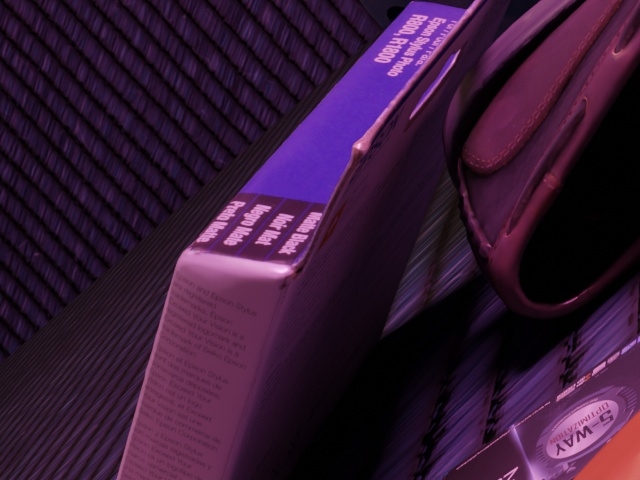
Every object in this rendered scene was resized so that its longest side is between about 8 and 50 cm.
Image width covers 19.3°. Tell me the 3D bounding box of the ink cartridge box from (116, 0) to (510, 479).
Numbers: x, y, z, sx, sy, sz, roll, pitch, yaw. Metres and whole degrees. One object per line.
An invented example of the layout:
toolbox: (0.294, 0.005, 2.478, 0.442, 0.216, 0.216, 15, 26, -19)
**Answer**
ink cartridge box: (0.000, 0.000, 0.693, 0.223, 0.045, 0.224, -52, -14, -55)

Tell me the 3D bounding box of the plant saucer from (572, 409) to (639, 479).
plant saucer: (0.086, 0.052, 0.310, 0.200, 0.037, 0.200, -42, 6, 6)

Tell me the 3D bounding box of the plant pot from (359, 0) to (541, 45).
plant pot: (0.123, -0.207, 0.854, 0.272, 0.272, 0.255, -35, 25, 47)

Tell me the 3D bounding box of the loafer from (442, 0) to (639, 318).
loafer: (0.155, -0.086, 0.586, 0.302, 0.109, 0.095, -46, 23, 28)

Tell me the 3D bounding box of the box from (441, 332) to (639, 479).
box: (0.062, 0.058, 0.474, 0.083, 0.018, 0.067, -39, 7, 23)
